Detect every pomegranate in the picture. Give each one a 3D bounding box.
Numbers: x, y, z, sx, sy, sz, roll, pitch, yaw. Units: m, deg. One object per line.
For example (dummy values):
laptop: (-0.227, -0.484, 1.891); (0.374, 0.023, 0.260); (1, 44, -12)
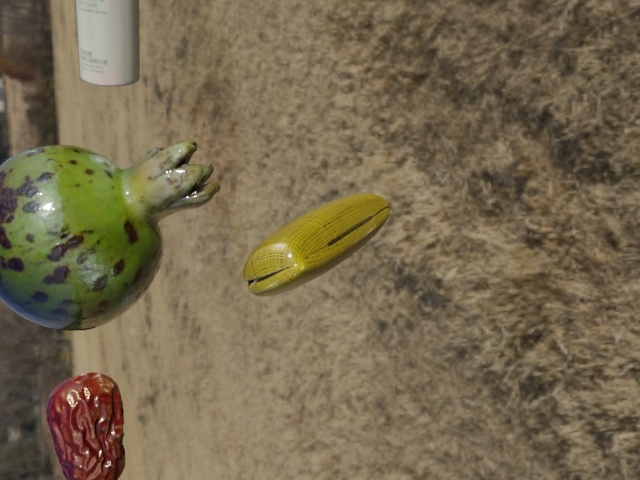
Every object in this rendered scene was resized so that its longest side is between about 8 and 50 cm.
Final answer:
pomegranate: (-0.274, -0.009, 1.040); (0.242, 0.305, 0.242); (172, 90, -84)

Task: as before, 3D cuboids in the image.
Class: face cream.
face cream: (-0.331, -0.418, 1.261); (0.102, 0.101, 0.346); (-127, 36, -56)

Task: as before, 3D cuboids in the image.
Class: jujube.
jujube: (-0.463, 0.382, 1.629); (0.155, 0.155, 0.230); (156, 102, -68)

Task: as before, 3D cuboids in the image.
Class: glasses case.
glasses case: (0.000, 0.000, 0.842); (0.079, 0.234, 0.064); (-22, 95, 31)
